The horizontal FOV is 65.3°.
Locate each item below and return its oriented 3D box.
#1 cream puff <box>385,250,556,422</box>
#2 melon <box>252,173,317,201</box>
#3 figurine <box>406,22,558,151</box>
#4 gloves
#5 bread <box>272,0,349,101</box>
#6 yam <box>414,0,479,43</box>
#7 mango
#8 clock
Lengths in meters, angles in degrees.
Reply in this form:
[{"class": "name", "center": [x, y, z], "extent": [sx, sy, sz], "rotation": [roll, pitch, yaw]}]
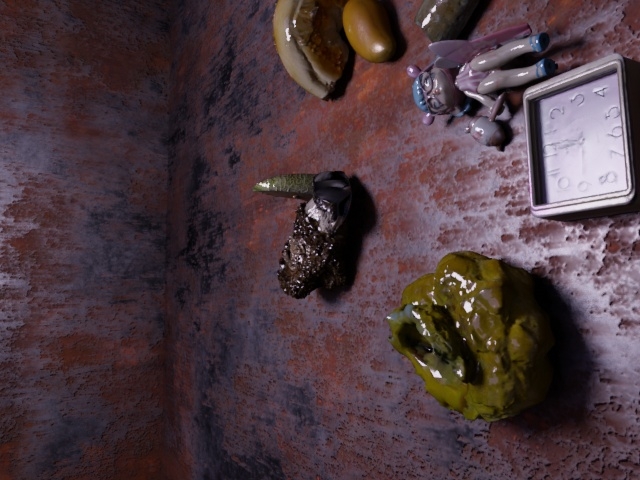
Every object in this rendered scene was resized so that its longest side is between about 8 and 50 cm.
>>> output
[{"class": "cream puff", "center": [0.213, 0.146, 0.770], "extent": [0.282, 0.185, 0.281], "rotation": [-17, 70, 55]}, {"class": "melon", "center": [-0.070, -0.131, 1.250], "extent": [0.098, 0.182, 0.054], "rotation": [-29, 63, 49]}, {"class": "figurine", "center": [0.266, -0.250, 0.820], "extent": [0.260, 0.103, 0.205], "rotation": [-2, 122, 56]}, {"class": "gloves", "center": [-0.005, 0.002, 1.172], "extent": [0.312, 0.135, 0.210], "rotation": [-62, 39, 34]}, {"class": "bread", "center": [-0.026, -0.505, 1.196], "extent": [0.171, 0.192, 0.313], "rotation": [25, 109, 55]}, {"class": "yam", "center": [0.253, -0.462, 0.845], "extent": [0.259, 0.093, 0.093], "rotation": [-60, 41, 36]}, {"class": "mango", "center": [0.109, -0.452, 1.083], "extent": [0.102, 0.085, 0.183], "rotation": [-47, 60, 41]}, {"class": "clock", "center": [0.355, -0.128, 0.669], "extent": [0.147, 0.071, 0.191], "rotation": [-10, 80, 57]}]
